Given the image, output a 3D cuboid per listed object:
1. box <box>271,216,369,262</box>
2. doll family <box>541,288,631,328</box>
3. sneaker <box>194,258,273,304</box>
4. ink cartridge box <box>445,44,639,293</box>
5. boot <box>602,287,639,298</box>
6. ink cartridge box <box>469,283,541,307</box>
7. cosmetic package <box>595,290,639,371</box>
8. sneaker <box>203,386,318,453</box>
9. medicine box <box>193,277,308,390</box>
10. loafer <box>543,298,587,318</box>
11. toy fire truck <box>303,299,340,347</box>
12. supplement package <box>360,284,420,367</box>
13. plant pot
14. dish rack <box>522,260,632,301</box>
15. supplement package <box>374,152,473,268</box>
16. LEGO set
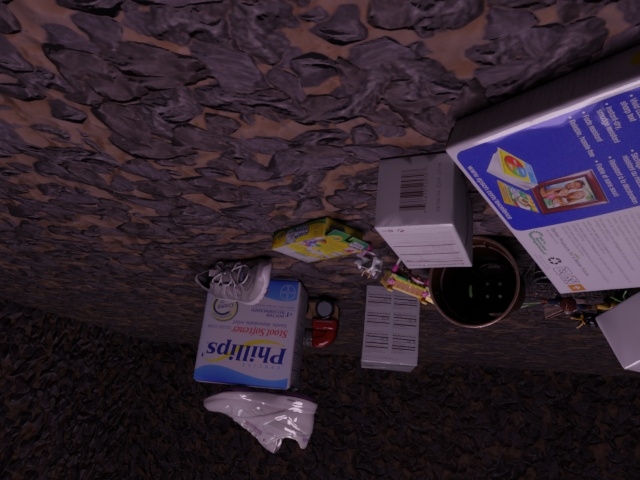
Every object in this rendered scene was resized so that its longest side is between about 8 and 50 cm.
[{"bbox_3d":[0.000,0.000,0.965,0.105,0.043,0.179,23,157,-40],"label":"box"},{"bbox_3d":[0.508,0.127,0.905,0.192,0.076,0.111,-8,179,23],"label":"doll family"},{"bbox_3d":[-0.219,0.100,1.227,0.115,0.105,0.281,25,151,-31],"label":"sneaker"},{"bbox_3d":[0.343,-0.058,0.522,0.307,0.072,0.303,-16,131,45],"label":"ink cartridge box"},{"bbox_3d":[0.746,0.129,1.070,0.208,0.076,0.189,21,171,-22],"label":"boot"},{"bbox_3d":[0.395,0.130,1.178,0.209,0.062,0.109,0,162,-12],"label":"ink cartridge box"},{"bbox_3d":[0.646,0.078,0.703,0.284,0.098,0.377,15,135,-31],"label":"cosmetic package"},{"bbox_3d":[-0.163,0.456,1.272,0.304,0.152,0.114,2,163,14],"label":"sneaker"},{"bbox_3d":[-0.185,0.259,1.390,0.263,0.290,0.149,3,161,8],"label":"medicine box"},{"bbox_3d":[0.640,0.180,1.303,0.045,0.039,0.125,15,159,-23],"label":"loafer"},{"bbox_3d":[-0.059,0.299,1.504,0.216,0.247,0.158,3,171,8],"label":"toy fire truck"},{"bbox_3d":[0.191,0.249,1.387,0.149,0.203,0.194,4,161,6],"label":"supplement package"},{"bbox_3d":[0.318,0.088,0.970,0.166,0.167,0.165,-7,166,32],"label":"plant pot"},{"bbox_3d":[0.515,0.080,0.998,0.208,0.074,0.271,2,161,13],"label":"dish rack"},{"bbox_3d":[0.155,-0.035,0.716,0.105,0.105,0.179,-3,160,23],"label":"supplement package"},{"bbox_3d":[0.214,0.059,1.045,0.286,0.107,0.132,16,-166,-40],"label":"LEGO set"}]
